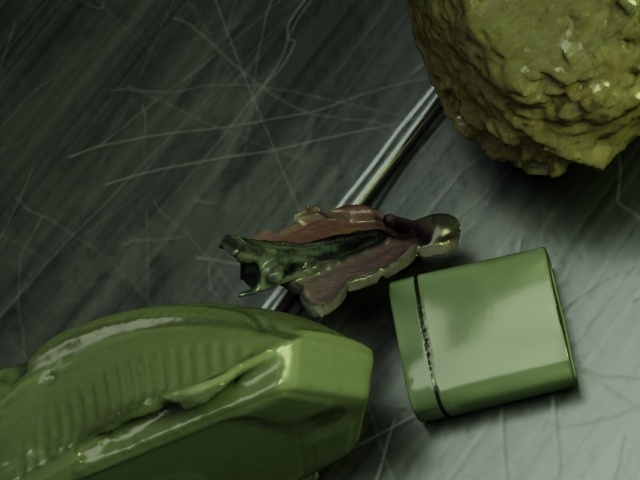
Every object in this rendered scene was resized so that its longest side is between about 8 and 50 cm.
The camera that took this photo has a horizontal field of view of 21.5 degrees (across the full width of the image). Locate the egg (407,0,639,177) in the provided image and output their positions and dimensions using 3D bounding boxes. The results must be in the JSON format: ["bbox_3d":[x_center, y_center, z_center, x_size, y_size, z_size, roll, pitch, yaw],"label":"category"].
[{"bbox_3d":[0.192,-0.208,1.304,0.279,0.279,0.310,2,109,18],"label":"egg"}]

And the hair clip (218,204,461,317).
[{"bbox_3d":[0.000,0.008,1.357,0.146,0.187,0.056,20,117,48],"label":"hair clip"}]

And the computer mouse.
[{"bbox_3d":[-0.160,0.151,1.313,0.429,0.228,0.145,-26,60,8],"label":"computer mouse"}]

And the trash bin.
[{"bbox_3d":[0.128,0.075,1.341,0.130,0.059,0.116,-14,69,11],"label":"trash bin"}]
